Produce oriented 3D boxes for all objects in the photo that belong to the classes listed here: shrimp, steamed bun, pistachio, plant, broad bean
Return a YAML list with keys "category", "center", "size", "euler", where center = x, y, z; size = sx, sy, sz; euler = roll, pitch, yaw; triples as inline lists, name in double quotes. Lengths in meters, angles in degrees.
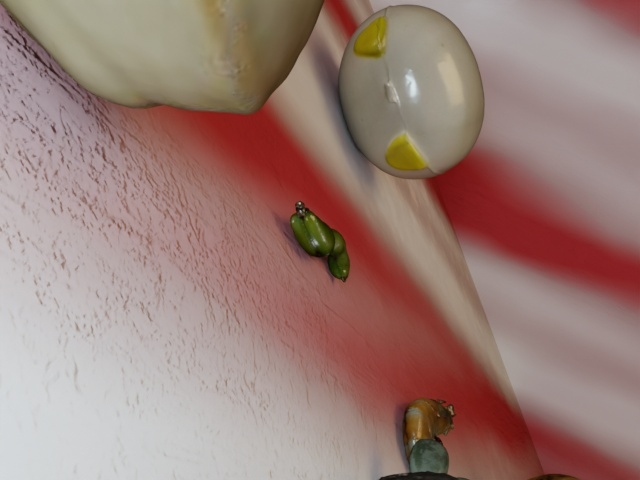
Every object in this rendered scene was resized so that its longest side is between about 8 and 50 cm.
- category: "shrimp"
  center: [0.208, 0.360, 1.233]
  size: [0.287, 0.063, 0.152]
  euler: [19, 57, -64]
- category: "steamed bun"
  center: [0.196, -0.318, 1.477]
  size: [0.334, 0.334, 0.374]
  euler: [-28, 100, -72]
- category: "pistachio"
  center: [-0.144, -0.300, 0.497]
  size: [0.365, 0.281, 0.445]
  euler: [-138, -155, -77]
- category: "plant"
  center: [0.129, 0.359, 0.874]
  size: [0.274, 0.149, 0.146]
  euler: [0, 88, -69]
- category: "broad bean"
  center: [0.000, 0.000, 0.998]
  size: [0.213, 0.048, 0.070]
  euler: [48, 28, -57]

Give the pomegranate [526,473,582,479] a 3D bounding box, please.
- category: "pomegranate"
  center: [0.520, 0.669, 1.466]
  size: [0.322, 0.322, 0.322]
  euler: [-19, 90, -72]
